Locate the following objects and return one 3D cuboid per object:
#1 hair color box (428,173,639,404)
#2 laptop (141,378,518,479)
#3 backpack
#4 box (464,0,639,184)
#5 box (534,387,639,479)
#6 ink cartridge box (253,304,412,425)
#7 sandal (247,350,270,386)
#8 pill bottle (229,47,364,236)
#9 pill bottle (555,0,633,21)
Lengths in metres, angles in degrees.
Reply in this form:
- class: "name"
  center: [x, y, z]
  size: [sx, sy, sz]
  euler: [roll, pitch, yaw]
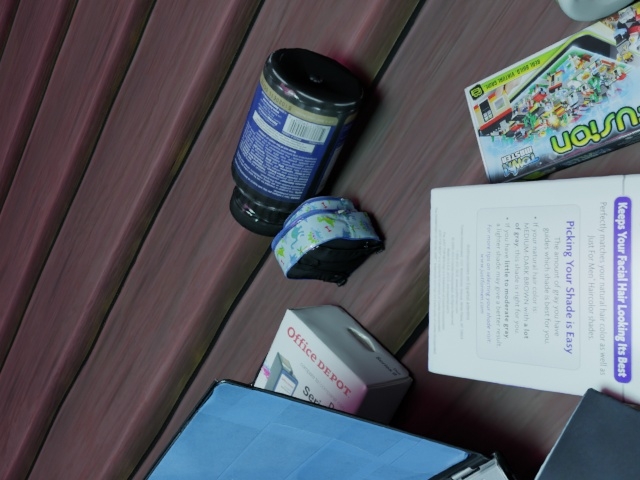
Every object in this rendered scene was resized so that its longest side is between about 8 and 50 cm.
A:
- class: "hair color box"
  center: [0.261, 0.039, 0.588]
  size: [0.338, 0.110, 0.185]
  euler: [0, 89, 45]
- class: "laptop"
  center: [0.021, 0.362, 0.663]
  size: [0.408, 0.236, 0.382]
  euler: [60, 139, 23]
- class: "backpack"
  center: [0.000, 0.000, 0.824]
  size: [0.105, 0.114, 0.084]
  euler: [-45, 61, 34]
- class: "box"
  center: [0.246, -0.134, 0.651]
  size: [0.207, 0.036, 0.114]
  euler: [-22, 75, 40]
- class: "box"
  center: [0.270, 0.213, 0.528]
  size: [0.158, 0.156, 0.093]
  euler: [25, 72, 41]
- class: "ink cartridge box"
  center: [-0.004, 0.207, 0.841]
  size: [0.154, 0.093, 0.213]
  euler: [41, 115, 36]
- class: "sandal"
  center: [-0.085, 0.217, 0.940]
  size: [0.040, 0.067, 0.179]
  euler: [37, 107, 45]
- class: "pill bottle"
  center: [-0.040, -0.113, 0.847]
  size: [0.123, 0.122, 0.219]
  euler: [52, 135, 30]
- class: "pill bottle"
  center: [0.223, -0.303, 0.622]
  size: [0.112, 0.112, 0.187]
  euler: [-44, 58, 33]
